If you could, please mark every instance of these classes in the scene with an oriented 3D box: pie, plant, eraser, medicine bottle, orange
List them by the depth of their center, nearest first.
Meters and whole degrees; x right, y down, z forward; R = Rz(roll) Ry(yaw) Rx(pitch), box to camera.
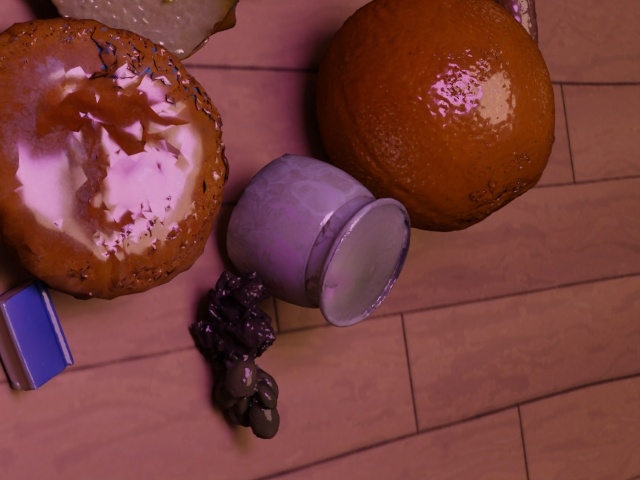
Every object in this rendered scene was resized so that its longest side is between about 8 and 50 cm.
[{"bbox_3d":[-0.255,0.082,1.570,0.063,0.027,0.085,-38,113,-55],"label":"eraser"},{"bbox_3d":[-0.200,-0.077,1.591,0.273,0.069,0.273,5,81,-33],"label":"pie"},{"bbox_3d":[-0.078,0.113,1.784,0.087,0.085,0.174,-13,100,-31],"label":"plant"},{"bbox_3d":[0.000,0.000,1.818,0.147,0.143,0.147,-36,141,-36],"label":"medicine bottle"},{"bbox_3d":[0.127,-0.146,1.968,0.274,0.274,0.274,17,69,-53],"label":"orange"}]

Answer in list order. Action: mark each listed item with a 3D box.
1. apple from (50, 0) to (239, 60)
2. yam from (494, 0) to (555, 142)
[{"bbox_3d":[-0.164,-0.341,1.651,0.254,0.179,0.346,-40,131,-57],"label":"apple"},{"bbox_3d":[0.262,-0.263,2.367,0.066,0.066,0.300,-8,89,-56],"label":"yam"}]
